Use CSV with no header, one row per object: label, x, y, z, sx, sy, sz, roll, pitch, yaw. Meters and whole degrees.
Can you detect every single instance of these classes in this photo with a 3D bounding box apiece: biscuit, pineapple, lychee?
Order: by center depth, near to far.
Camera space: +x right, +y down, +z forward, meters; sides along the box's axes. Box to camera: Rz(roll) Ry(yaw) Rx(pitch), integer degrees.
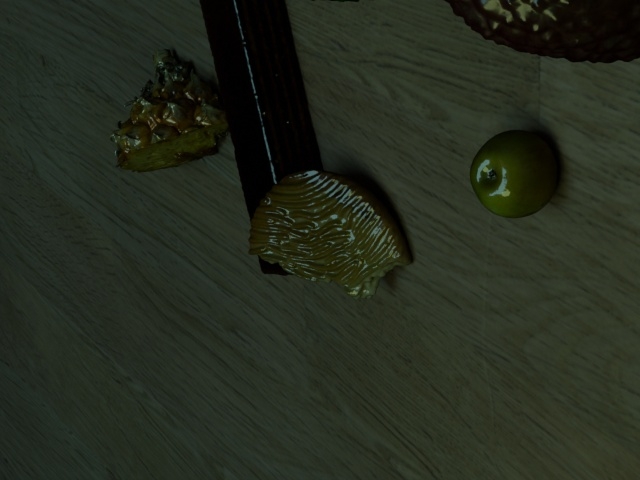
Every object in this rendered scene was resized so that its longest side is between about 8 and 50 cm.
lychee,0.211,-0.266,1.532,0.260,0.261,0.260,39,137,49
biscuit,-0.001,0.000,2.231,0.228,0.031,0.176,-27,84,41
biscuit,-0.066,-0.146,2.329,0.107,0.073,0.388,-1,103,61
pineapple,-0.231,-0.182,2.564,0.250,0.140,0.164,-11,93,67

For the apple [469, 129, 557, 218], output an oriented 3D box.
apple,0.195,-0.068,1.868,0.089,0.074,0.089,0,90,47
